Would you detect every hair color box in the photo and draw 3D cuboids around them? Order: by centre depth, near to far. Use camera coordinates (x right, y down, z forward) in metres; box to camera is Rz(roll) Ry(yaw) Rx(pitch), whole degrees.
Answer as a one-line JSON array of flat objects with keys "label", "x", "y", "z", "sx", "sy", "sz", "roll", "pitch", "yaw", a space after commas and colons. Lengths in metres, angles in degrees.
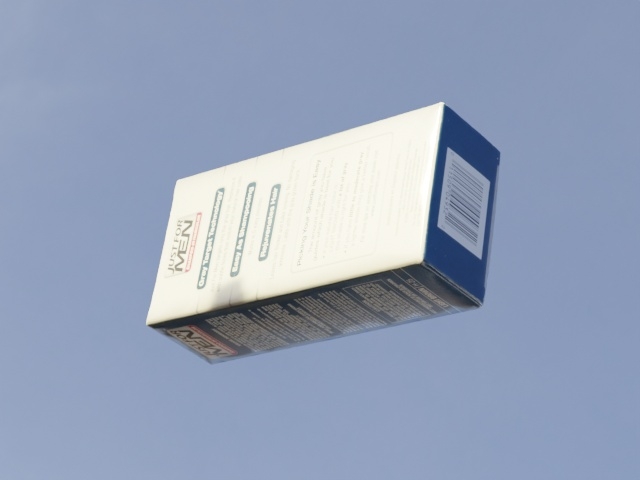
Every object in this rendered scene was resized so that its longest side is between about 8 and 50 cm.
[{"label": "hair color box", "x": 0.000, "y": 0.000, "z": 1.660, "sx": 0.347, "sy": 0.174, "sz": 0.105, "roll": -13, "pitch": -35, "yaw": 38}]
